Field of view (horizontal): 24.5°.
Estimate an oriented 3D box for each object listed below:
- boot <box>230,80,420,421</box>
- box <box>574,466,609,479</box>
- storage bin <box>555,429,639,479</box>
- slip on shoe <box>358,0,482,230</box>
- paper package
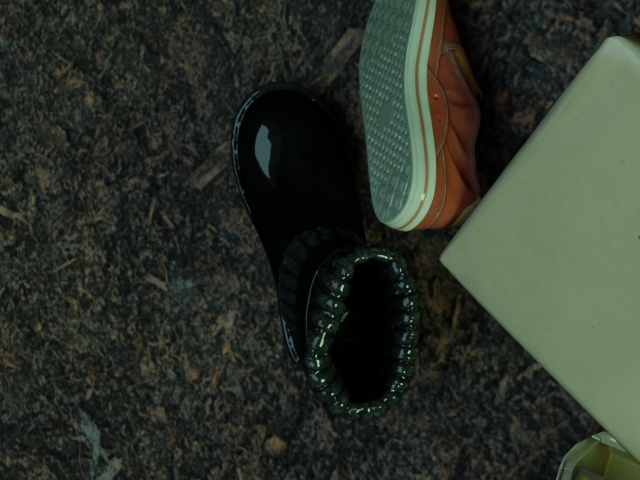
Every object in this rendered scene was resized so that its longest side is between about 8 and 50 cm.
[{"bbox_3d":[0.004,0.000,1.503,0.131,0.260,0.348,-17,94,-5],"label":"boot"},{"bbox_3d":[0.264,0.356,1.270,0.213,0.117,0.243,27,94,11],"label":"box"},{"bbox_3d":[0.345,0.347,1.421,0.262,0.123,0.260,21,107,29],"label":"storage bin"},{"bbox_3d":[0.108,-0.156,1.483,0.123,0.101,0.331,-40,44,51],"label":"slip on shoe"},{"bbox_3d":[0.328,0.012,1.349,0.325,0.168,0.309,46,123,17],"label":"paper package"}]
